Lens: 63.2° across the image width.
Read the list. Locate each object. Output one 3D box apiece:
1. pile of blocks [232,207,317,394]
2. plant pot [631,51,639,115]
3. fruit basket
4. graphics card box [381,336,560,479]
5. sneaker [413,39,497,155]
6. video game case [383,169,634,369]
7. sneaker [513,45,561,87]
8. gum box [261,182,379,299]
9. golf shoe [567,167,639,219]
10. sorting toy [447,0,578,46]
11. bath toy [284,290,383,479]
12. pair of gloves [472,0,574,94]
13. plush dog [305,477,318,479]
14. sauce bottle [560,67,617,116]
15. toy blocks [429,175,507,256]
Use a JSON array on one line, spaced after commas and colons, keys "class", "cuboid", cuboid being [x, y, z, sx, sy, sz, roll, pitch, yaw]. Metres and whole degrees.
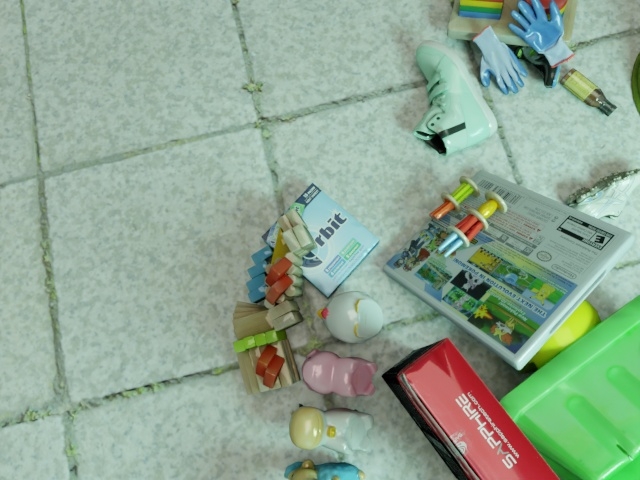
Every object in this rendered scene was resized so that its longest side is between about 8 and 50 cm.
[{"class": "pile of blocks", "cuboid": [-0.099, 0.112, 0.969, 0.148, 0.112, 0.363, 6, 83, 9]}, {"class": "plant pot", "cuboid": [0.861, -0.371, 0.967, 0.365, 0.353, 0.367, 0, 74, 2]}, {"class": "fruit basket", "cuboid": [0.450, 0.228, 0.910, 0.391, 0.283, 0.392, -20, 34, 14]}, {"class": "graphics card box", "cuboid": [0.206, 0.279, 0.807, 0.094, 0.371, 0.233, -36, 76, -7]}, {"class": "sneaker", "cuboid": [0.243, -0.300, 1.099, 0.151, 0.094, 0.256, -29, 78, -12]}, {"class": "video game case", "cuboid": [0.325, 0.030, 0.955, 0.300, 0.036, 0.329, -44, 44, -9]}, {"class": "sneaker", "cuboid": [0.469, -0.408, 1.144, 0.078, 0.067, 0.188, -17, 70, 4]}, {"class": "gum box", "cuboid": [0.000, 0.000, 1.059, 0.184, 0.041, 0.157, 41, 81, 11]}, {"class": "golf shoe", "cuboid": [0.594, -0.087, 1.060, 0.176, 0.069, 0.086, -26, 96, -2]}, {"class": "sorting toy", "cuboid": [0.430, -0.555, 1.129, 0.255, 0.089, 0.257, 13, 67, 16]}, {"class": "bath toy", "cuboid": [0.020, 0.262, 0.952, 0.151, 0.129, 0.349, 20, 74, -38]}, {"class": "pair of gloves", "cuboid": [0.413, -0.400, 1.086, 0.159, 0.198, 0.023, 51, 40, -11]}, {"class": "plush dog", "cuboid": [0.032, 0.537, 0.826, 0.262, 0.225, 0.211, 28, 52, 1]}, {"class": "sauce bottle", "cuboid": [0.580, -0.318, 1.124, 0.042, 0.042, 0.128, -43, 80, -9]}, {"class": "toy blocks", "cuboid": [0.258, -0.043, 0.992, 0.148, 0.054, 0.123, -41, 44, -6]}]
